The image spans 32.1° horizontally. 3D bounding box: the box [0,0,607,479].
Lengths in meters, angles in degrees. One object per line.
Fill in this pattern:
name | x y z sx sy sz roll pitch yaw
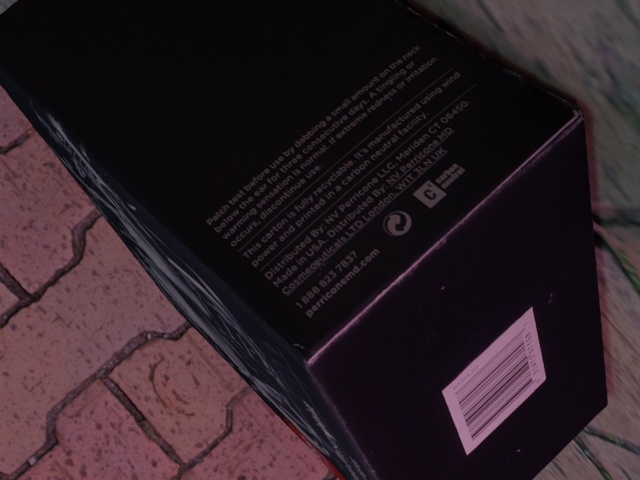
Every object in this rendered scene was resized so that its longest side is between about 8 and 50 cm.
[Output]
box | 0.000 0.000 0.703 0.312 0.179 0.343 41 167 33
